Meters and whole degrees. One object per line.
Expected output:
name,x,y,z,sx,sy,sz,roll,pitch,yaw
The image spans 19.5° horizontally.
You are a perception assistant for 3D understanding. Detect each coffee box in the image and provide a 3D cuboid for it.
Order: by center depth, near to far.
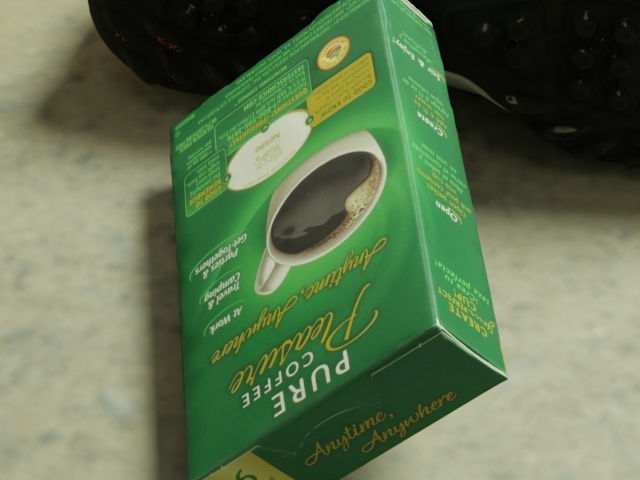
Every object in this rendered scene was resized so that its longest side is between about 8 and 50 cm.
coffee box,0.000,0.000,0.667,0.113,0.040,0.184,-35,39,23

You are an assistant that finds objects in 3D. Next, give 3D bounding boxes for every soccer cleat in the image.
soccer cleat,0.068,-0.109,0.769,0.318,0.108,0.116,8,42,12
